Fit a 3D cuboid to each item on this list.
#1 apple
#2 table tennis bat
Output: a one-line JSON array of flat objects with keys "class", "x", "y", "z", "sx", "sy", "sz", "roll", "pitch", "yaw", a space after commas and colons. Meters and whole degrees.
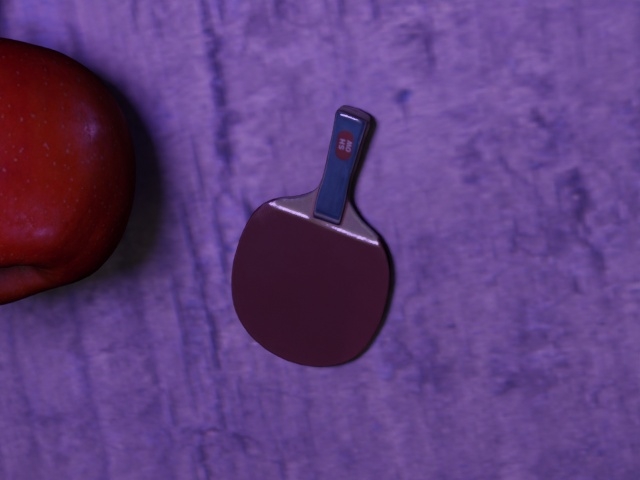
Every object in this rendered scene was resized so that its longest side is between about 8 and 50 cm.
[{"class": "apple", "x": -0.295, "y": -0.059, "z": 1.671, "sx": 0.260, "sy": 0.260, "sz": 0.216, "roll": -22, "pitch": 67, "yaw": 25}, {"class": "table tennis bat", "x": 0.000, "y": 0.000, "z": 1.732, "sx": 0.154, "sy": 0.021, "sz": 0.274, "roll": 20, "pitch": 119, "yaw": 9}]
